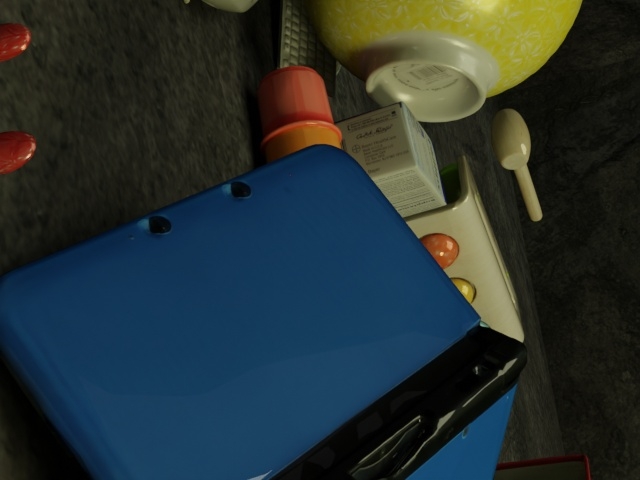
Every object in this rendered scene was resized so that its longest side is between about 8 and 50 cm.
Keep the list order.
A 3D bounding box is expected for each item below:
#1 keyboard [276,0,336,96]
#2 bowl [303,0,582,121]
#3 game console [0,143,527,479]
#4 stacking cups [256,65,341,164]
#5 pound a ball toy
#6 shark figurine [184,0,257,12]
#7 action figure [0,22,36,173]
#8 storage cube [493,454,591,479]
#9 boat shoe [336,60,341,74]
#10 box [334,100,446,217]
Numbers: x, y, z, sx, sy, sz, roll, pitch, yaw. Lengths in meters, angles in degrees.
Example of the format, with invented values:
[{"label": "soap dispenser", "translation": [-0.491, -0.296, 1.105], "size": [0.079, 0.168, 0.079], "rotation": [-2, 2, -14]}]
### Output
[{"label": "keyboard", "translation": [-0.010, -0.267, 1.228], "size": [0.072, 0.014, 0.256], "rotation": [20, 54, -27]}, {"label": "bowl", "translation": [0.111, -0.209, 1.111], "size": [0.289, 0.290, 0.156], "rotation": [50, 44, -59]}, {"label": "game console", "translation": [-0.029, 0.117, 0.652], "size": [0.293, 0.173, 0.250], "rotation": [-27, 135, -46]}, {"label": "stacking cups", "translation": [0.000, 0.000, 0.989], "size": [0.096, 0.096, 0.316], "rotation": [49, 27, -59]}, {"label": "pound a ball toy", "translation": [0.196, 0.012, 1.456], "size": [0.135, 0.208, 0.319], "rotation": [-89, 159, -47]}, {"label": "shark figurine", "translation": [-0.069, -0.240, 0.916], "size": [0.278, 0.116, 0.166], "rotation": [45, 35, -59]}, {"label": "action figure", "translation": [-0.165, -0.118, 0.404], "size": [0.280, 0.139, 0.091], "rotation": [38, 38, -63]}, {"label": "storage cube", "translation": [0.175, 0.337, 1.068], "size": [0.183, 0.215, 0.193], "rotation": [-67, 146, -68]}, {"label": "boat shoe", "translation": [0.009, -0.319, 1.356], "size": [0.116, 0.099, 0.319], "rotation": [116, -12, -54]}, {"label": "box", "translation": [0.046, -0.067, 1.139], "size": [0.137, 0.126, 0.072], "rotation": [39, 37, -67]}]
